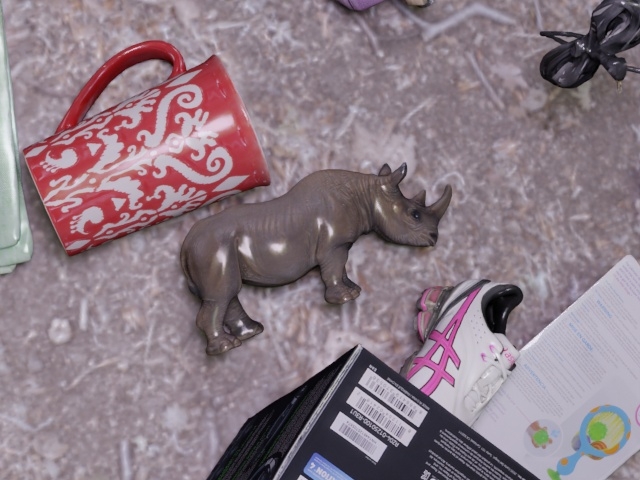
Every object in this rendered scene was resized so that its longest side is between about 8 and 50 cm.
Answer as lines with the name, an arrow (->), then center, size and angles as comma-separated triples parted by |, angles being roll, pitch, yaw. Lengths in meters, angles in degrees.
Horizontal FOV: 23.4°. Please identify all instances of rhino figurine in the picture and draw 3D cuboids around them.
rhino figurine -> 0.000, 0.000, 1.249 | 0.243, 0.073, 0.106 | -22, 92, -13

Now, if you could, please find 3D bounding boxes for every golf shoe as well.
golf shoe -> 0.111, 0.101, 1.212 | 0.067, 0.086, 0.186 | 52, 38, -36

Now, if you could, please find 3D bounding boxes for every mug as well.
mug -> -0.144, -0.070, 1.228 | 0.169, 0.150, 0.113 | -24, 126, -7

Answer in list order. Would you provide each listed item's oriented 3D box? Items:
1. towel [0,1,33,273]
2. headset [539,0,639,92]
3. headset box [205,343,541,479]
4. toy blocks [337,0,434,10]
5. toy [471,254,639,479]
towel -> -0.400, -0.079, 1.200 | 0.324, 0.038, 0.248 | -7, 86, -11
headset -> 0.349, -0.193, 1.258 | 0.394, 0.185, 0.243 | -19, 76, -25
headset box -> 0.043, 0.227, 1.139 | 0.246, 0.283, 0.131 | 38, 64, -6
toy blocks -> -0.049, -0.375, 1.227 | 0.260, 0.309, 0.289 | 4, 70, 22
toy -> 0.199, 0.135, 1.280 | 0.237, 0.056, 0.137 | -42, 106, -5
